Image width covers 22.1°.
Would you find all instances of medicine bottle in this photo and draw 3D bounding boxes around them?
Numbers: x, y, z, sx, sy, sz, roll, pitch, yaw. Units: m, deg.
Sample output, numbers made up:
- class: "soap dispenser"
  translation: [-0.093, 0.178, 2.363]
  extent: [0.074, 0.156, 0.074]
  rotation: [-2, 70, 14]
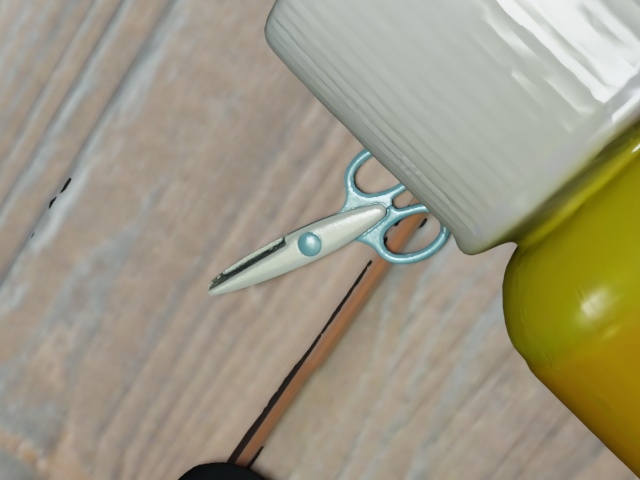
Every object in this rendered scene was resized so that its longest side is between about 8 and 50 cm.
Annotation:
- class: "medicine bottle"
  translation: [0.177, -0.007, 0.605]
  extent: [0.384, 0.224, 0.224]
  rotation: [44, 109, 0]

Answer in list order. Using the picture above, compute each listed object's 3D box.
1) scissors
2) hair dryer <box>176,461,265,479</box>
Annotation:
- class: "scissors"
  translation: [0.000, 0.000, 0.762]
  extent: [0.119, 0.014, 0.058]
  rotation: [-26, 95, 15]
- class: "hair dryer"
  translation: [-0.117, 0.195, 0.798]
  extent: [0.219, 0.124, 0.071]
  rotation: [-36, 90, 35]
